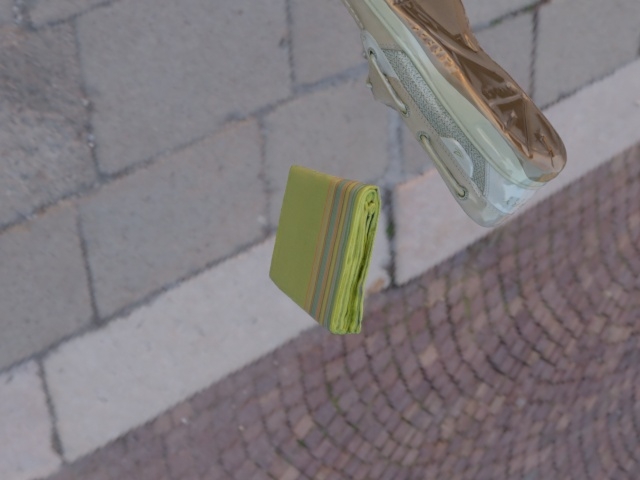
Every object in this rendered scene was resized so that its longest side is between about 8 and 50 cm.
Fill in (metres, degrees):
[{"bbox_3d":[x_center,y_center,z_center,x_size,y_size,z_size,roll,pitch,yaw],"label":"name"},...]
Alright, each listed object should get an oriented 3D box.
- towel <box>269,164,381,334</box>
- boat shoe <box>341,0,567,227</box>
[{"bbox_3d":[0.000,0.000,0.908,0.021,0.237,0.102,12,94,-14],"label":"towel"},{"bbox_3d":[0.079,-0.147,1.019,0.109,0.302,0.098,-19,158,-49],"label":"boat shoe"}]
